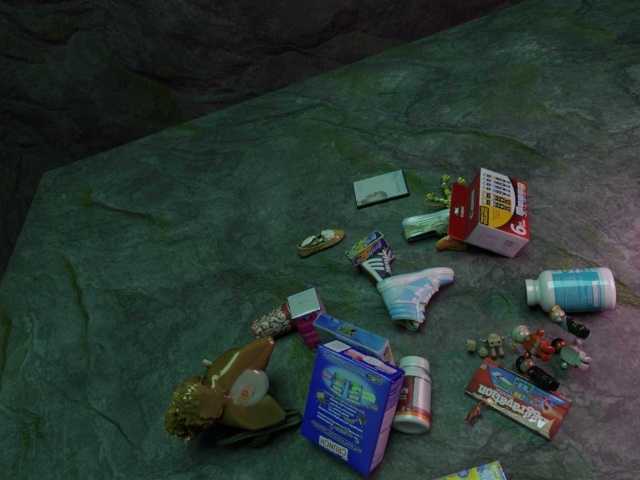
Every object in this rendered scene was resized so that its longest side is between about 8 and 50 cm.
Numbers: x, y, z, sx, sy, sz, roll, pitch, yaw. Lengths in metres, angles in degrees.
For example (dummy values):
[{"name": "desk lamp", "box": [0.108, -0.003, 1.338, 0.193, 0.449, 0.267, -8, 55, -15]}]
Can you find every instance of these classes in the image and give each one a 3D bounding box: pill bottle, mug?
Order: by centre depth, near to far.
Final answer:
[{"name": "pill bottle", "box": [0.296, 0.496, 1.637, 0.121, 0.121, 0.221, -3, 48, 19]}, {"name": "pill bottle", "box": [0.835, 0.170, 1.710, 0.264, 0.146, 0.146, -5, 47, 17]}, {"name": "mug", "box": [-0.179, 0.331, 2.016, 0.169, 0.150, 0.113, -28, 81, 1]}]

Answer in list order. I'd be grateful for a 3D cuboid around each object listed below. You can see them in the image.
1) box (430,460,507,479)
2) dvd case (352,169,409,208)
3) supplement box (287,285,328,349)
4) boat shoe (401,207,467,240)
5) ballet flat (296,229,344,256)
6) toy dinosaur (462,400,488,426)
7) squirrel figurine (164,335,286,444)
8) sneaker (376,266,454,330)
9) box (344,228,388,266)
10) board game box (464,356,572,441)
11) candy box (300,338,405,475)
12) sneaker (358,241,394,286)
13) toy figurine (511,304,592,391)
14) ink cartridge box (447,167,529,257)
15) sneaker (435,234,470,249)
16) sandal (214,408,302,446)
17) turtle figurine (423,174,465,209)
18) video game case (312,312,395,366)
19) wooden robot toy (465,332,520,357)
[{"name": "box", "box": [0.380, 0.771, 1.306, 0.289, 0.177, 0.279, -18, 45, 6]}, {"name": "dvd case", "box": [0.285, -0.245, 2.408, 0.253, 0.022, 0.180, -14, 45, 9]}, {"name": "supplement box", "box": [-0.032, 0.292, 1.890, 0.111, 0.220, 0.114, -21, 46, 3]}, {"name": "boat shoe", "box": [0.493, -0.063, 2.116, 0.302, 0.109, 0.094, -12, 70, 16]}, {"name": "ballet flat", "box": [0.000, 0.000, 2.255, 0.232, 0.073, 0.080, -28, 45, -6]}, {"name": "toy dinosaur", "box": [0.485, 0.534, 1.568, 0.047, 0.090, 0.082, 33, 98, 24]}, {"name": "squirrel figurine", "box": [-0.353, 0.504, 1.723, 0.397, 0.281, 0.370, -17, 2, -30]}, {"name": "sneaker", "box": [0.377, 0.221, 1.883, 0.319, 0.127, 0.208, -10, 72, -17]}, {"name": "box", "box": [0.186, 0.029, 2.044, 0.169, 0.054, 0.059, -35, 35, -1]}, {"name": "board game box", "box": [0.612, 0.490, 1.585, 0.281, 0.027, 0.145, 23, 62, 37]}, {"name": "candy box", "box": [0.094, 0.511, 1.582, 0.268, 0.122, 0.317, 19, 101, 33]}, {"name": "sneaker", "box": [0.258, 0.104, 2.037, 0.153, 0.099, 0.282, -33, 42, -8]}, {"name": "toy figurine", "box": [0.711, 0.331, 1.570, 0.209, 0.213, 0.148, -29, 28, -10]}, {"name": "ink cartridge box", "box": [0.658, -0.122, 1.988, 0.271, 0.130, 0.309, 18, 52, -3]}, {"name": "sneaker", "box": [0.551, 0.009, 2.036, 0.175, 0.064, 0.067, -16, 55, 11]}, {"name": "sandal", "box": [-0.208, 0.650, 1.712, 0.302, 0.086, 0.120, -11, 8, -3]}, {"name": "turtle figurine", "box": [0.584, -0.185, 2.187, 0.269, 0.087, 0.217, 3, 45, 11]}, {"name": "video game case", "box": [0.124, 0.380, 1.727, 0.269, 0.244, 0.061, 18, 53, 34]}, {"name": "wooden robot toy", "box": [0.581, 0.350, 1.719, 0.173, 0.076, 0.079, -11, 11, 13]}]
